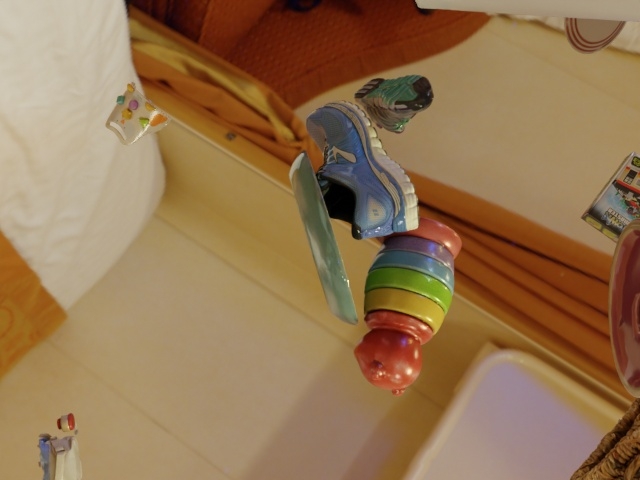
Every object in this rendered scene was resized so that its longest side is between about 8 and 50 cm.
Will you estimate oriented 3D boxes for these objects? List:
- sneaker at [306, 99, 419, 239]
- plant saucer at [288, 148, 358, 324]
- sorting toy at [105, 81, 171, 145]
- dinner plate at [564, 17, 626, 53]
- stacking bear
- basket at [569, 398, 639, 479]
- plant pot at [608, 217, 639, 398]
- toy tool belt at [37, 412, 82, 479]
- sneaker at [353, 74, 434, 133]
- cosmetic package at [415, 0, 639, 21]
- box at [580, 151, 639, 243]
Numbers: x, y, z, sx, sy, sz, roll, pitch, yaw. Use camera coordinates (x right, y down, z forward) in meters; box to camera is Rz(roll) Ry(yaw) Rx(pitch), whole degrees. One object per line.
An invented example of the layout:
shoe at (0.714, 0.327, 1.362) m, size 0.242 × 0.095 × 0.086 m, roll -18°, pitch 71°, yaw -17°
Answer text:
sneaker at (0.038, -0.124, 1.299) m, size 0.147 × 0.330 × 0.129 m, roll -21°, pitch 136°, yaw -11°
plant saucer at (0.000, 0.000, 1.312) m, size 0.044 × 0.317 × 0.317 m, roll -16°, pitch 161°, yaw -2°
sorting toy at (-0.276, -0.180, 1.106) m, size 0.075 × 0.083 × 0.045 m, roll -48°, pitch 169°, yaw 8°
dinner plate at (0.432, -0.358, 1.169) m, size 0.017 × 0.141 × 0.141 m, roll 2°, pitch 131°, yaw -25°
stacking bear at (0.138, 0.116, 1.303) m, size 0.175 × 0.164 × 0.288 m, roll 48°, pitch 51°, yaw -50°
basket at (0.425, 0.198, 0.869) m, size 0.299 × 0.223 × 0.213 m, roll -44°, pitch 128°, yaw -13°
plant pot at (0.312, 0.050, 0.531) m, size 0.201 × 0.180 × 0.201 m, roll 2°, pitch 90°, yaw -85°
toy tool belt at (-0.297, 0.237, 0.841) m, size 0.052 × 0.051 × 0.083 m, roll 121°, pitch -39°, yaw -78°
sneaker at (0.147, -0.234, 1.343) m, size 0.083 × 0.098 × 0.224 m, roll -39°, pitch -155°, yaw -10°
cosmetic package at (0.326, -0.438, 0.979) m, size 0.097 × 0.378 × 0.284 m, roll 34°, pitch 69°, yaw -66°
box at (0.482, -0.016, 1.047) m, size 0.114 × 0.207 × 0.036 m, roll -52°, pitch 171°, yaw -5°
